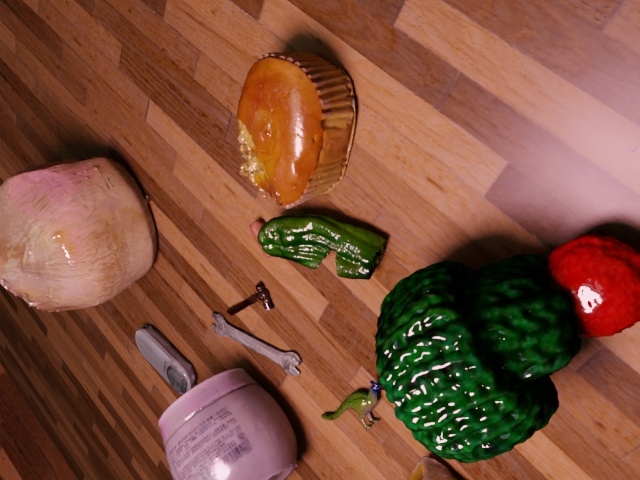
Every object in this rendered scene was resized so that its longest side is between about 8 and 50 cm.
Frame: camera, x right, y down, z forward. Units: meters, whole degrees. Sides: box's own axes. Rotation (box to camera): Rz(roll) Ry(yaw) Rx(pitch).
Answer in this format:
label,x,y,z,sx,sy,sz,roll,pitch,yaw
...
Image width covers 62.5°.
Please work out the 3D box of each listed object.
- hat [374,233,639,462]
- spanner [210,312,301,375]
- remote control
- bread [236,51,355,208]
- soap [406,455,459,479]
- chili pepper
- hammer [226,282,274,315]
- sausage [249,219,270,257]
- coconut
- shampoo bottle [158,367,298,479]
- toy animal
label,x,y,z,sx,sy,sz,roll,pitch,yaw
hat,0.239,0.099,0.661,0.332,0.274,0.242,-35,116,22
spanner,-0.158,0.240,1.227,0.301,0.017,0.071,19,120,36
remote control,-0.439,0.336,1.496,0.247,0.052,0.104,37,130,24
bread,-0.049,-0.181,0.870,0.178,0.133,0.250,30,127,24
soap,0.222,0.602,0.942,0.293,0.156,0.335,36,124,24
chili pepper,0.000,0.001,0.942,0.253,0.083,0.099,12,117,33
hammer,-0.168,0.148,1.194,0.178,0.021,0.065,-29,88,45
sausage,-0.115,-0.003,1.072,0.034,0.034,0.083,-34,85,44
coconut,-0.643,-0.002,1.316,0.404,0.404,0.405,18,119,36
shampoo bottle,-0.205,0.451,1.183,0.266,0.272,0.273,53,135,24
toy animal,0.071,0.346,1.054,0.075,0.041,0.217,53,138,13
